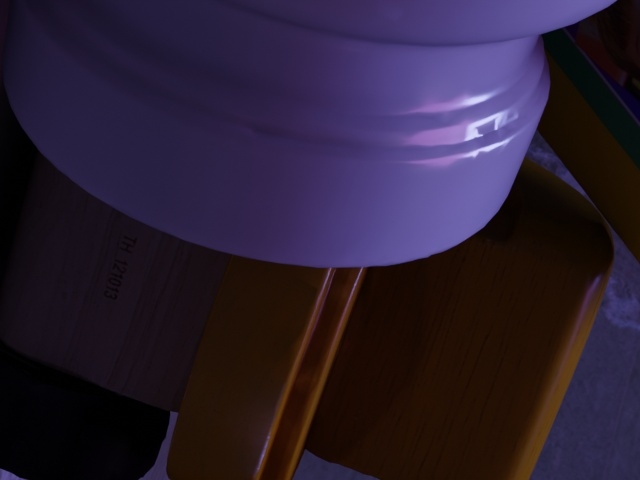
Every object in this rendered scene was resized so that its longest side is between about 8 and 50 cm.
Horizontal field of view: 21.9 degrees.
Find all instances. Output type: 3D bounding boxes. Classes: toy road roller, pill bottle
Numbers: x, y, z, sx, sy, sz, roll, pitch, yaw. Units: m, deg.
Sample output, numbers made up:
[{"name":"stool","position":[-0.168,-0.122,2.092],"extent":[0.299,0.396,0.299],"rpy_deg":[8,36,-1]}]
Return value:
[{"name":"toy road roller","position":[0.000,0.000,0.748],"extent":[0.329,0.241,0.202],"rpy_deg":[-59,169,-70]},{"name":"pill bottle","position":[0.025,-0.183,0.439],"extent":[0.210,0.210,0.363],"rpy_deg":[-64,173,-56]}]

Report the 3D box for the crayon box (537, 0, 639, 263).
[{"name":"crayon box","position":[0.156,-0.185,0.575],"extent":[0.106,0.313,0.363],"rpy_deg":[-18,151,-28]}]
